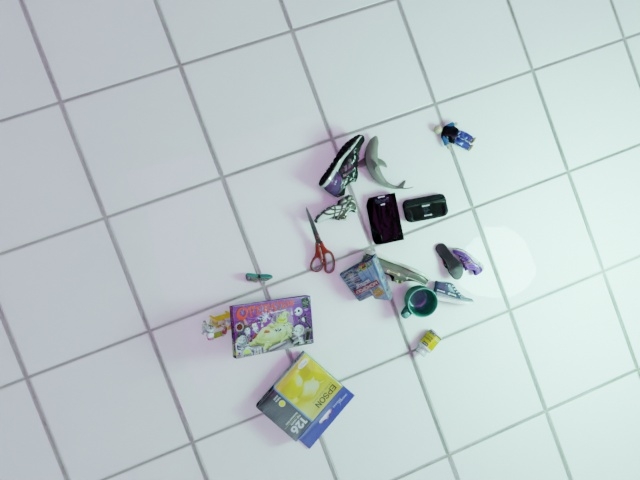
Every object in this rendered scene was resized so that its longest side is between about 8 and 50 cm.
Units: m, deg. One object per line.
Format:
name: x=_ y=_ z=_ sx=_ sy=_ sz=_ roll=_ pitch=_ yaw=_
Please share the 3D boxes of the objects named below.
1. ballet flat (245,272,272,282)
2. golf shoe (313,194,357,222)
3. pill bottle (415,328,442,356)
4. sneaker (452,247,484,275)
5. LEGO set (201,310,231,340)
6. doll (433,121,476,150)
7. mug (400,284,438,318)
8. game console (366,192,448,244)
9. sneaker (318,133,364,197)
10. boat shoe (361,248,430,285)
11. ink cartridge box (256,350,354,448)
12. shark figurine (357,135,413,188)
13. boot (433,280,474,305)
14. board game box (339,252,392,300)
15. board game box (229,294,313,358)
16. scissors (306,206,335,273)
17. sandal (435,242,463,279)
ballet flat: x=-0.260 y=0.160 z=1.891 sx=0.115 sy=0.041 sz=0.041 roll=5 pitch=89 yaw=-7
golf shoe: x=0.069 y=-0.113 z=1.913 sx=0.198 sy=0.077 sz=0.093 roll=-32 pitch=93 yaw=-5
pill bottle: x=0.472 y=0.450 z=1.961 sx=0.065 sy=0.065 sz=0.116 roll=41 pitch=85 yaw=-5
sneaker: x=0.651 y=0.095 z=1.989 sx=0.170 sy=0.068 sz=0.071 roll=39 pitch=92 yaw=-5
LEGO set: x=-0.353 y=0.366 z=1.843 sx=0.287 sy=0.132 sz=0.107 roll=3 pitch=109 yaw=-32
doll: x=0.593 y=-0.463 z=1.998 sx=0.189 sy=0.046 sz=0.129 roll=23 pitch=86 yaw=-7
mug: x=0.417 y=0.260 z=1.937 sx=0.158 sy=0.097 sz=0.129 roll=-7 pitch=98 yaw=-3
game console: x=0.389 y=-0.114 z=1.971 sx=0.362 sy=0.044 sz=0.213 roll=-11 pitch=92 yaw=-7
sneaker: x=0.118 y=-0.317 z=1.924 sx=0.124 sy=0.107 sz=0.283 roll=35 pitch=89 yaw=-20
boat shoe: x=0.320 y=0.133 z=1.928 sx=0.305 sy=0.109 sz=0.091 roll=23 pitch=87 yaw=0
ink cartridge box: x=-0.058 y=0.681 z=1.891 sx=0.307 sy=0.072 sz=0.303 roll=42 pitch=84 yaw=-3
shark figurine: x=0.258 y=-0.300 z=1.923 sx=0.166 sy=0.116 sz=0.278 roll=-36 pitch=92 yaw=-5
boot: x=0.591 y=0.232 z=1.975 sx=0.190 sy=0.069 sz=0.086 roll=10 pitch=91 yaw=-5
board game box: x=0.204 y=0.183 z=1.881 sx=0.194 sy=0.060 sz=0.194 roll=-33 pitch=96 yaw=31
board game box: x=-0.193 y=0.345 z=1.823 sx=0.347 sy=0.056 sz=0.208 roll=-5 pitch=86 yaw=-30
scissors: x=0.000 y=0.000 z=1.908 sx=0.109 sy=0.021 sz=0.296 roll=-5 pitch=100 yaw=-2
sandal: x=0.574 y=0.093 z=1.996 sx=0.067 sy=0.040 sz=0.179 roll=-28 pitch=78 yaw=-11
